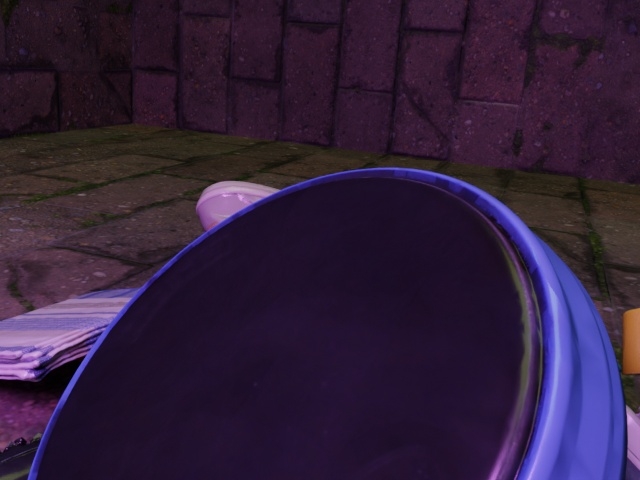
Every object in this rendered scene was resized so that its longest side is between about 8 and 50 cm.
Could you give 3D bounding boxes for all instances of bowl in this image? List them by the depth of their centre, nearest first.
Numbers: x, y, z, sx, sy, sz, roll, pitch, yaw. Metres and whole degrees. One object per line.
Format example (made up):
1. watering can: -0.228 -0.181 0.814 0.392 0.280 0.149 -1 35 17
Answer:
1. bowl: -0.025 0.106 0.415 0.391 0.077 0.391 -23 38 20

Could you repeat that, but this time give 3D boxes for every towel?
1. towel: -0.296 0.103 0.784 0.209 0.034 0.285 -4 9 28

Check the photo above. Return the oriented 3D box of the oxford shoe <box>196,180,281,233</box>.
1. oxford shoe: 0.000 0.000 1.187 0.450 0.169 0.130 7 56 -18

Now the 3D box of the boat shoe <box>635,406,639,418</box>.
1. boat shoe: 0.314 0.191 0.621 0.226 0.075 0.083 6 0 8

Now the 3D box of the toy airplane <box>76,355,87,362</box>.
1. toy airplane: -0.246 0.125 0.821 0.151 0.028 0.151 -1 12 0

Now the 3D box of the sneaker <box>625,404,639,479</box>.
1. sneaker: 0.211 0.240 0.449 0.226 0.163 0.086 50 2 13

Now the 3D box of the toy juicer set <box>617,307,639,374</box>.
1. toy juicer set: 0.224 0.139 0.726 0.209 0.089 0.329 0 -14 -11

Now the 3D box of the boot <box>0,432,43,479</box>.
1. boot: -0.223 0.195 0.550 0.099 0.045 0.121 -6 12 -41
